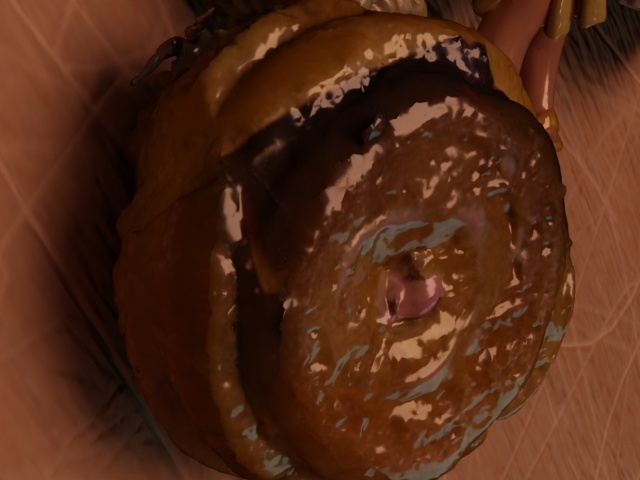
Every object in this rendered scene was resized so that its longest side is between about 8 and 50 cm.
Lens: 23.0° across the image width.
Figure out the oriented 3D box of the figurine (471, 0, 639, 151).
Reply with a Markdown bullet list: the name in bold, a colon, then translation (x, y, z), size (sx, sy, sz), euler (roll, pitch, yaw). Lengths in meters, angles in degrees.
- **figurine**: translation (0.099, -0.163, 0.758), size (0.175, 0.116, 0.240), euler (-9, 88, -57)

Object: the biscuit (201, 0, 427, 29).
- **biscuit**: translation (-0.017, -0.123, 0.601), size (0.168, 0.082, 0.070), euler (48, 46, -45)

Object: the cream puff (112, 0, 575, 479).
- **cream puff**: translation (0.000, 0.000, 0.574), size (0.189, 0.129, 0.189), euler (-11, 109, -36)
